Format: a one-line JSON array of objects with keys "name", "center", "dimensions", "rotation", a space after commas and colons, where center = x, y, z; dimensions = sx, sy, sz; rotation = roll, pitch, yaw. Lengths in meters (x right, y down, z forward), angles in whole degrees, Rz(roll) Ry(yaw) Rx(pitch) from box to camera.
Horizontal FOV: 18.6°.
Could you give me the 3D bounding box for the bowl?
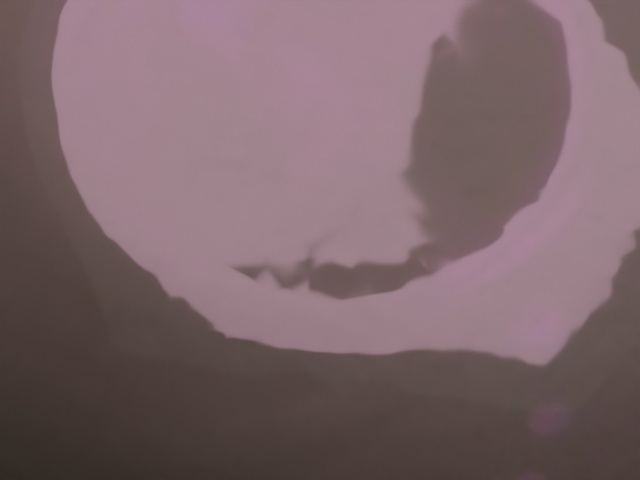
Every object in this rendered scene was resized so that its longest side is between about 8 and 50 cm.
[{"name": "bowl", "center": [0.000, 0.000, 0.454], "dimensions": [0.354, 0.185, 0.354], "rotation": [1, 126, 2]}]
